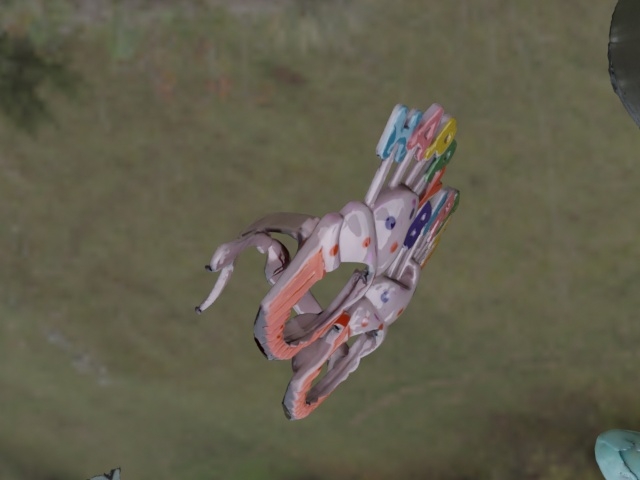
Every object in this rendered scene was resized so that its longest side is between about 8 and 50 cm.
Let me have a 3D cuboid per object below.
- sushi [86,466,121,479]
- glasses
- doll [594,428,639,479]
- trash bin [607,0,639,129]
[{"bbox_3d":[-0.208,0.322,1.614,0.047,0.220,0.231,11,155,-43],"label":"sushi"},{"bbox_3d":[0.009,0.000,1.076,0.162,0.095,0.255,-42,164,-11],"label":"glasses"},{"bbox_3d":[0.239,0.136,1.131,0.158,0.159,0.059,16,168,24],"label":"doll"},{"bbox_3d":[0.366,-0.166,1.499,0.203,0.252,0.301,-11,-178,-13],"label":"trash bin"}]
